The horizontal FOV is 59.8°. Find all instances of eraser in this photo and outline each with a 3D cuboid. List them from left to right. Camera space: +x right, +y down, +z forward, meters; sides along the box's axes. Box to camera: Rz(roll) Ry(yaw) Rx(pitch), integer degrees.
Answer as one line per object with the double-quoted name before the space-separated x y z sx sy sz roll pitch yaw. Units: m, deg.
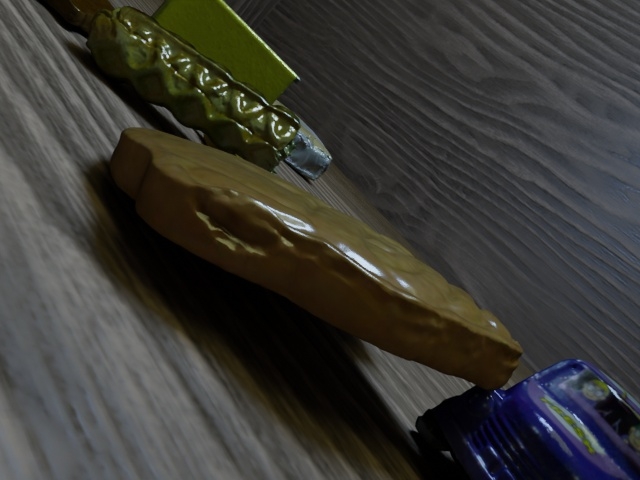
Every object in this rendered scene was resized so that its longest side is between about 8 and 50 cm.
"eraser" -0.164 -0.271 0.852 0.226 0.158 0.069 43 12 -14

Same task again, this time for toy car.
"toy car" 0.208 0.188 0.479 0.235 0.158 0.172 32 17 -47

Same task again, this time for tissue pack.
"tissue pack" -0.074 -0.256 1.366 0.186 0.090 0.222 37 12 -27

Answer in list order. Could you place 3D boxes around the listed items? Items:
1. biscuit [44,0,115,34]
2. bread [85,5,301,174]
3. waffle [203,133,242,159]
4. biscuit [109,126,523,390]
"biscuit" -0.334 -0.323 0.731 0.182 0.034 0.215 35 16 -42
"bread" -0.148 -0.178 0.660 0.269 0.098 0.087 32 -26 -14
"waffle" -0.108 -0.111 0.781 0.125 0.032 0.191 32 17 -44
"biscuit" 0.000 0.000 0.476 0.351 0.057 0.312 29 8 -7
